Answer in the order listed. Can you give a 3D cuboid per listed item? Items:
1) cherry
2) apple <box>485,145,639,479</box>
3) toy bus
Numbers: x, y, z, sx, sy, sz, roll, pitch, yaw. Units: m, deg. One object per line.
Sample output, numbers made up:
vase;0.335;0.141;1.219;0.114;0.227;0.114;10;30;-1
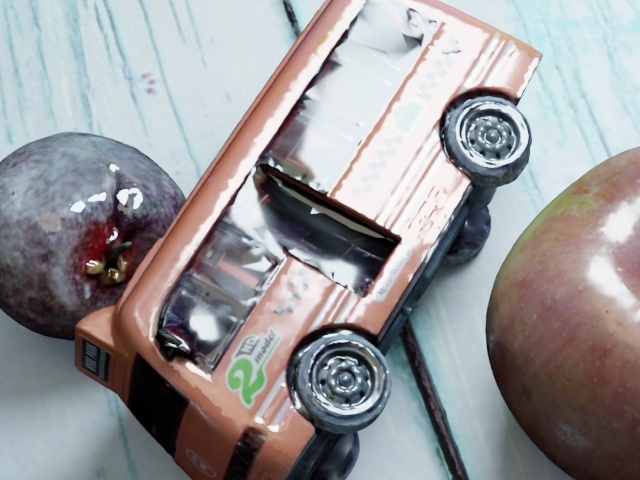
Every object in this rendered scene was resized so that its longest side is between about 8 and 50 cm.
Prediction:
cherry;-0.207;-0.008;1.554;0.195;0.195;0.195;-4;62;8
apple;0.280;0.057;1.399;0.306;0.235;0.305;-4;61;7
toy bus;0.000;0.000;1.458;0.233;0.203;0.427;31;66;5
